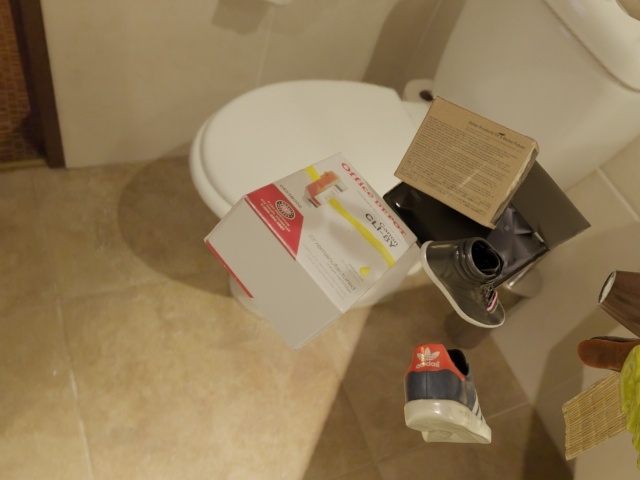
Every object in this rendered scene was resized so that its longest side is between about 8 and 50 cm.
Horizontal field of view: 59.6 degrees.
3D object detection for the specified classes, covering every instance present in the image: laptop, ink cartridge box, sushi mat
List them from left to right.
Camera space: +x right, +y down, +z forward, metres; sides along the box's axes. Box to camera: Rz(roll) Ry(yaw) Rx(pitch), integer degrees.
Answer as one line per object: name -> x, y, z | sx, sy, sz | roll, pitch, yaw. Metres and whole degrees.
ink cartridge box -> 0.000, 0.000, 1.158 | 0.279, 0.160, 0.384 | 49, 35, 4
ink cartridge box -> 0.303, -0.163, 1.168 | 0.234, 0.193, 0.088 | 34, 11, 28
laptop -> 0.463, -0.081, 1.551 | 0.408, 0.236, 0.382 | -38, 72, 12
sushi mat -> 0.665, 0.426, 1.362 | 0.019, 0.317, 0.152 | 9, 57, 1

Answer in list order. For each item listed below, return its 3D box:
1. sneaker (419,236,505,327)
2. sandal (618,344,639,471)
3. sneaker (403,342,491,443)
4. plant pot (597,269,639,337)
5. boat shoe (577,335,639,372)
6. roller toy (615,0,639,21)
sneaker -> 0.364, 0.101, 1.257 | 0.295, 0.146, 0.105 | 44, 59, -22
sandal -> 0.405, 0.246, 0.573 | 0.138, 0.126, 0.317 | 6, 46, 15
sneaker -> 0.233, 0.279, 1.008 | 0.131, 0.350, 0.148 | -6, 62, 17
plant pot -> 0.876, 0.174, 1.486 | 0.230, 0.215, 0.215 | 24, 51, 16
boat shoe -> 0.552, 0.202, 0.966 | 0.073, 0.207, 0.073 | 0, 94, -24
roller toy -> 0.433, -0.321, 0.600 | 0.146, 0.191, 0.210 | 6, 95, -15
